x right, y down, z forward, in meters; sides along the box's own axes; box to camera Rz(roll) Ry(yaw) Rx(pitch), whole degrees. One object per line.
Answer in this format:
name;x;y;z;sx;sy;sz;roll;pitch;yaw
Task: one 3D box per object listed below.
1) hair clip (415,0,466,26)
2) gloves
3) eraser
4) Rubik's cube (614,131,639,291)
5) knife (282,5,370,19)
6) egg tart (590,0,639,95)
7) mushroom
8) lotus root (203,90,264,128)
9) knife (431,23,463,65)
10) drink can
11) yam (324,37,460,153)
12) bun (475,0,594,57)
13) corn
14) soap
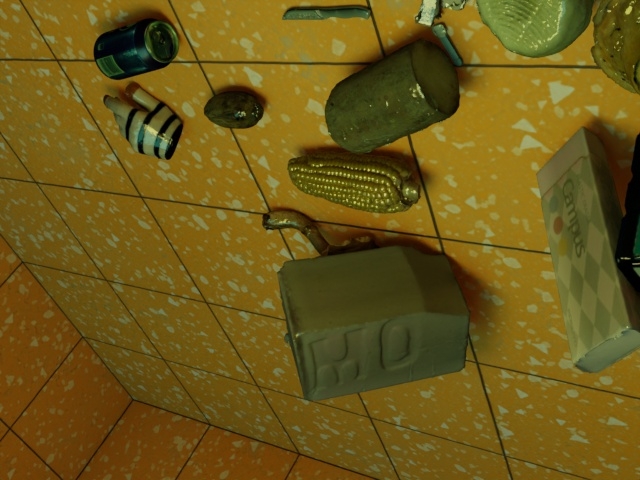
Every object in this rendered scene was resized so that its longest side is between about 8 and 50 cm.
hair clip;0.201;-0.451;1.387;0.116;0.049;0.172;20;143;11
gloves;-0.468;-0.303;2.068;0.218;0.131;0.140;24;145;-3
eraser;0.484;0.017;1.452;0.082;0.397;0.213;5;151;-15
Rubik's cube;0.676;-0.021;1.291;0.288;0.284;0.293;-4;143;43
knife;0.007;-0.447;1.583;0.210;0.015;0.028;10;146;32
egg tart;0.562;-0.284;1.185;0.341;0.129;0.341;18;154;9
mushroom;0.003;0.012;2.064;0.302;0.233;0.208;51;-172;-6
lotus root;-0.203;-0.306;1.879;0.179;0.081;0.089;9;154;38
knife;0.239;-0.364;1.500;0.027;0.010;0.096;-5;134;46
drink can;-0.426;-0.441;1.858;0.204;0.118;0.118;-1;134;40
yam;0.141;-0.276;1.562;0.161;0.161;0.268;46;147;-19
bun;0.343;-0.391;1.273;0.195;0.118;0.196;32;141;31
corn;0.074;-0.138;1.825;0.346;0.130;0.130;13;142;32
soap;0.130;0.203;1.968;0.434;0.213;0.350;-10;137;-7
